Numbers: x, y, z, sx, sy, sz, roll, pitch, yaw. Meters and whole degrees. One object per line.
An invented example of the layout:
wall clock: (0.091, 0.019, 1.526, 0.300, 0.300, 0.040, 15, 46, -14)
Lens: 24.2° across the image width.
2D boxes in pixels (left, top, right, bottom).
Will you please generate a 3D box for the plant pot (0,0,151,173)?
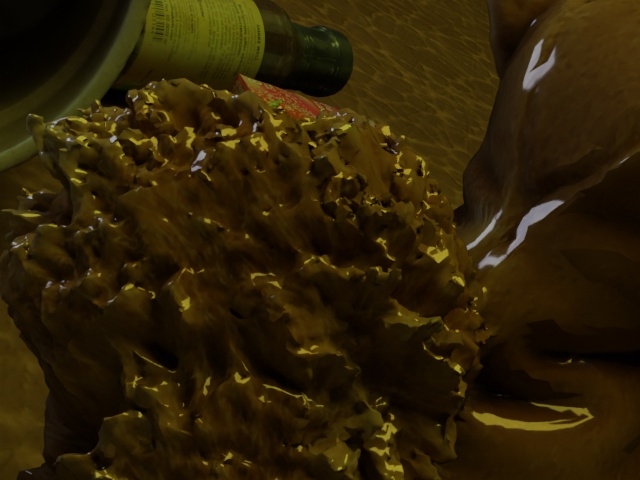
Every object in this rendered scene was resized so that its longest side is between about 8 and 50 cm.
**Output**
plant pot: (-0.271, -0.224, 1.028, 0.334, 0.333, 0.305, 26, 11, -9)

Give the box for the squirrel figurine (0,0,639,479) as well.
squirrel figurine: (0.055, 0.054, 0.676, 0.397, 0.370, 0.281, 9, 29, -41)

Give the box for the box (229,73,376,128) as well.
box: (0.000, 0.000, 1.074, 0.128, 0.122, 0.257, 17, 24, -27)

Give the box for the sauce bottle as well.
sauce bottle: (-0.099, -0.181, 1.381, 0.344, 0.111, 0.111, 3, 33, -49)
